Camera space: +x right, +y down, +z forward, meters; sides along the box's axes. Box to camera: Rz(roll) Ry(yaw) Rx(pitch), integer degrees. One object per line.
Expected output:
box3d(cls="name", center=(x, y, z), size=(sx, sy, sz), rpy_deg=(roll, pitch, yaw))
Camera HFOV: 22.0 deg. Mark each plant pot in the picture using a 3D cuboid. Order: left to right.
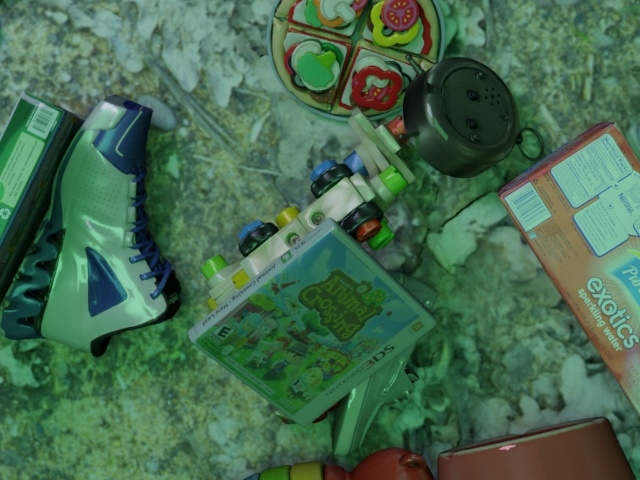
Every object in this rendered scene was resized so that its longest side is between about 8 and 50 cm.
box3d(cls="plant pot", center=(0.247, 0.331, 1.800), size=(0.275, 0.275, 0.243), rpy_deg=(-14, 85, 6))

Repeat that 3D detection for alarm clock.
box3d(cls="alarm clock", center=(0.175, -0.133, 1.829), size=(0.192, 0.064, 0.129), rpy_deg=(20, 62, -28))

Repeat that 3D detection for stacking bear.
box3d(cls="stacking bear", center=(-0.003, 0.323, 1.859), size=(0.289, 0.164, 0.175), rpy_deg=(-21, 130, 6))

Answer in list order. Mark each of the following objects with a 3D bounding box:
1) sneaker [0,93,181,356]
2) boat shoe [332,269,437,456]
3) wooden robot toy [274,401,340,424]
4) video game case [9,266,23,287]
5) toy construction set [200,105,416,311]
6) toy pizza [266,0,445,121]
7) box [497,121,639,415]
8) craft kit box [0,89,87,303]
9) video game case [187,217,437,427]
box3d(cls="sneaker", center=(-0.228, 0.001, 1.882), size=(0.182, 0.127, 0.316), rpy_deg=(24, 104, -1))
box3d(cls="boat shoe", center=(0.075, 0.148, 1.877), size=(0.081, 0.079, 0.228), rpy_deg=(17, 102, -8))
box3d(cls="wooden robot toy", center=(-0.023, 0.161, 1.854), size=(0.173, 0.079, 0.076), rpy_deg=(-47, 58, 40))
box3d(cls="video game case", center=(-0.463, -0.008, 1.945), size=(0.173, 0.022, 0.190), rpy_deg=(-21, 92, 7))
box3d(cls="toy construction set", center=(0.000, 0.000, 1.815), size=(0.151, 0.215, 0.328), rpy_deg=(39, 94, 19))
box3d(cls="toy pizza", center=(0.040, -0.222, 1.837), size=(0.201, 0.032, 0.201), rpy_deg=(0, 117, -1))
box3d(cls="box", center=(0.336, 0.031, 1.811), size=(0.154, 0.142, 0.300), rpy_deg=(-34, 91, 7))
box3d(cls="craft kit box", center=(-0.340, -0.036, 1.804), size=(0.061, 0.246, 0.250), rpy_deg=(26, 90, 0))
box3d(cls="video game case", center=(-0.005, 0.092, 1.738), size=(0.193, 0.023, 0.212), rpy_deg=(-39, 133, 9))
